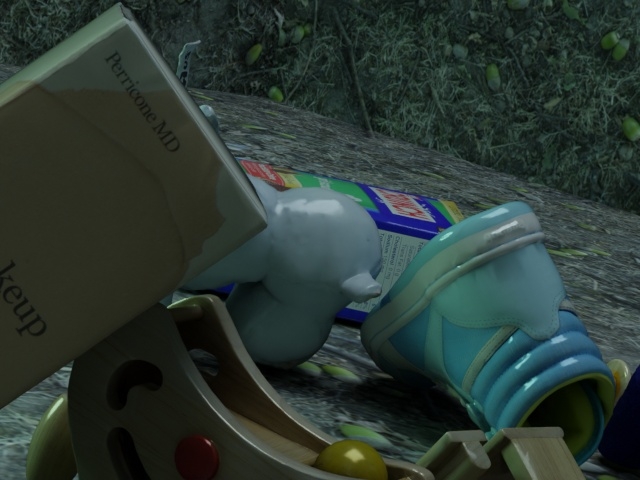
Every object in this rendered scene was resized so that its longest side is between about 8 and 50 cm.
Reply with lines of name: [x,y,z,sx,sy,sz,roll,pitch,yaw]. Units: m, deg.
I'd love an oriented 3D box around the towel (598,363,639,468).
towel: [0.363,0.062,1.477,0.227,0.308,0.076,-26,60,-30]

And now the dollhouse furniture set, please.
dollhouse furniture set: [0.098,0.213,1.113,0.144,0.123,0.151,4,47,-41]

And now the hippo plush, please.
hippo plush: [-0.070,-0.018,1.573,0.236,0.294,0.234,17,29,-22]

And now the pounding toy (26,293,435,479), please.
pounding toy: [-0.053,0.116,1.091,0.269,0.154,0.155,18,11,26]

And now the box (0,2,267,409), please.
box: [-0.197,0.012,1.014,0.148,0.311,0.121,54,1,-13]

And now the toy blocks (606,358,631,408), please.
toy blocks: [0.205,0.121,1.725,0.148,0.054,0.123,9,11,-21]

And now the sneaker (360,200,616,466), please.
sneaker: [0.139,0.118,1.510,0.127,0.208,0.319,-23,-16,-15]

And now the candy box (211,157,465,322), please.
candy box: [0.000,0.000,1.958,0.317,0.122,0.268,13,9,-6]
